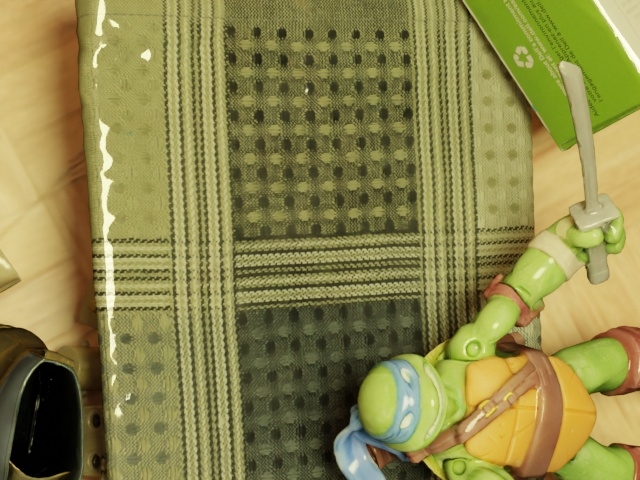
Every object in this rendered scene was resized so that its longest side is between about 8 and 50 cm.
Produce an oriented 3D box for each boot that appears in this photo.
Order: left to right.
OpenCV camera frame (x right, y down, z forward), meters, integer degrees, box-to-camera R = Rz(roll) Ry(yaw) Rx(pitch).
[{"bbox_3d":[-0.195,0.155,0.963,0.082,0.106,0.219,13,82,-31],"label":"boot"}]

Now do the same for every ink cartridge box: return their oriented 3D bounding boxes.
[{"bbox_3d":[0.161,-0.217,1.056,0.189,0.097,0.255,-37,94,-38],"label":"ink cartridge box"}]

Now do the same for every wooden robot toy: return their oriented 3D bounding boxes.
[{"bbox_3d":[-0.121,0.112,1.026,0.079,0.076,0.173,6,83,-48],"label":"wooden robot toy"}]

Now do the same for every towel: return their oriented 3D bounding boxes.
[{"bbox_3d":[0.000,0.000,1.026,0.312,0.056,0.324,-2,90,-27],"label":"towel"}]

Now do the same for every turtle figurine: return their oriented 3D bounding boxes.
[{"bbox_3d":[0.173,0.087,0.950,0.266,0.198,0.275,13,125,-43],"label":"turtle figurine"}]

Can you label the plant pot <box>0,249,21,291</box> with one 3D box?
[{"bbox_3d":[-0.250,0.011,0.976,0.096,0.109,0.109,-36,94,-1],"label":"plant pot"}]
